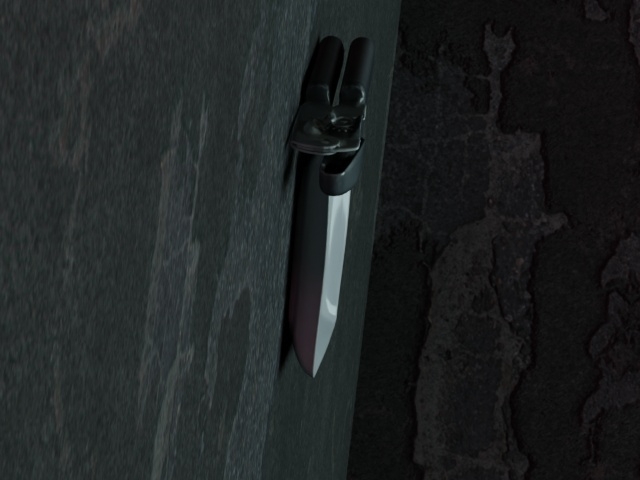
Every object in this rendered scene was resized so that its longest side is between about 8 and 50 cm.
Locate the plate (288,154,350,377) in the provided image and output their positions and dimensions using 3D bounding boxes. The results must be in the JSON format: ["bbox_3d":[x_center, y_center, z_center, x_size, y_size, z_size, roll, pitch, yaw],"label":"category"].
[{"bbox_3d":[0.000,0.000,2.214,0.277,0.045,0.278,-65,160,-76],"label":"plate"}]

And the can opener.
[{"bbox_3d":[0.018,-0.142,2.058,0.283,0.076,0.095,-77,168,-62],"label":"can opener"}]
